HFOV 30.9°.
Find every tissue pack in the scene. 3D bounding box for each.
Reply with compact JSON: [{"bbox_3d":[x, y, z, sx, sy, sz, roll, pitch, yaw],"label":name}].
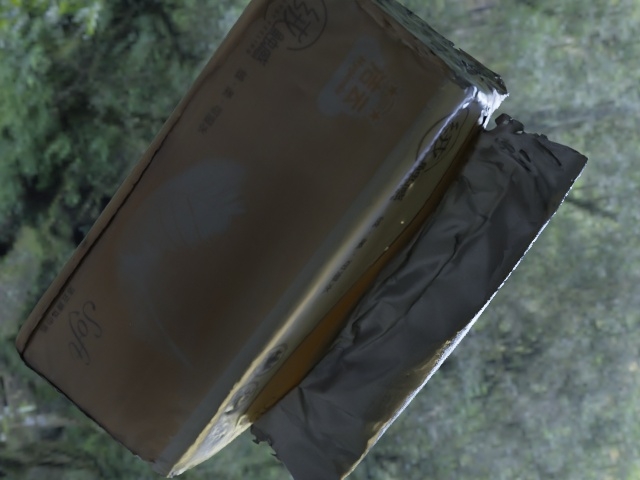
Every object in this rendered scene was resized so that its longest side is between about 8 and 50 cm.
[{"bbox_3d":[0.000,0.000,0.749,0.238,0.306,0.238,35,14,-10],"label":"tissue pack"}]
